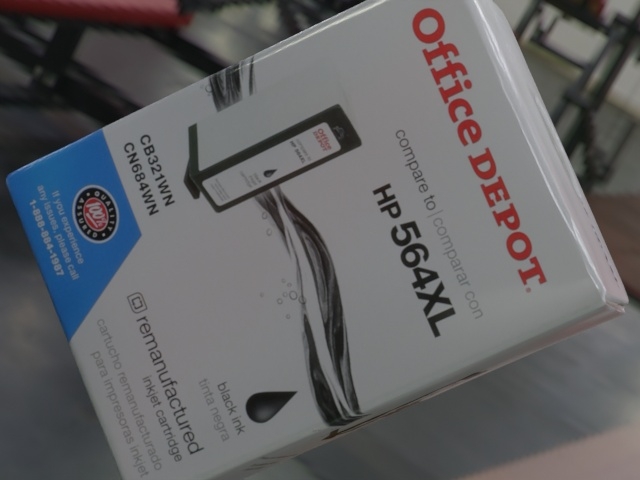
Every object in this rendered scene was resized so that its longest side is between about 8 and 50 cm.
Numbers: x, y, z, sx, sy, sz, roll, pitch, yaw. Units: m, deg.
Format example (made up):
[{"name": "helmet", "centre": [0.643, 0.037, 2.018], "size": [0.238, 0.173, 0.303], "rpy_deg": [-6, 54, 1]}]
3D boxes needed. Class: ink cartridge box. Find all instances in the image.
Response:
[{"name": "ink cartridge box", "centre": [0.000, 0.000, 0.740], "size": [0.148, 0.203, 0.086], "rpy_deg": [67, 12, 10]}]
